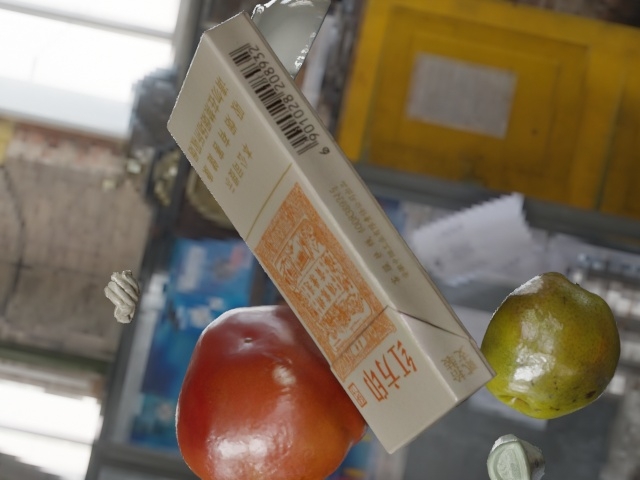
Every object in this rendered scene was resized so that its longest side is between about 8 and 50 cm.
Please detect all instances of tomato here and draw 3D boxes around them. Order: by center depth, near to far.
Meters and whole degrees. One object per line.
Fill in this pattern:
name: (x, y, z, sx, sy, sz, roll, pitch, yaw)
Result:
tomato: (-0.060, 0.185, 2.022, 0.260, 0.260, 0.180, -80, -25, -47)

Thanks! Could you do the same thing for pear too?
pear: (0.224, 0.107, 1.574, 0.141, 0.104, 0.141, -33, -39, -31)

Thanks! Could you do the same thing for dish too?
dish: (-0.072, -0.245, 2.231, 0.228, 0.086, 0.236, -63, 6, 2)

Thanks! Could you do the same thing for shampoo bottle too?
shampoo bottle: (0.218, 0.250, 1.855, 0.212, 0.049, 0.072, 24, -130, -78)

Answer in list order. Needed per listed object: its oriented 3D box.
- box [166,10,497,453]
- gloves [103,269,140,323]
box: (0.000, 0.001, 1.425, 0.051, 0.365, 0.204, -32, -9, -22)
gloves: (-0.223, 0.065, 1.908, 0.081, 0.037, 0.044, 76, -165, -47)
